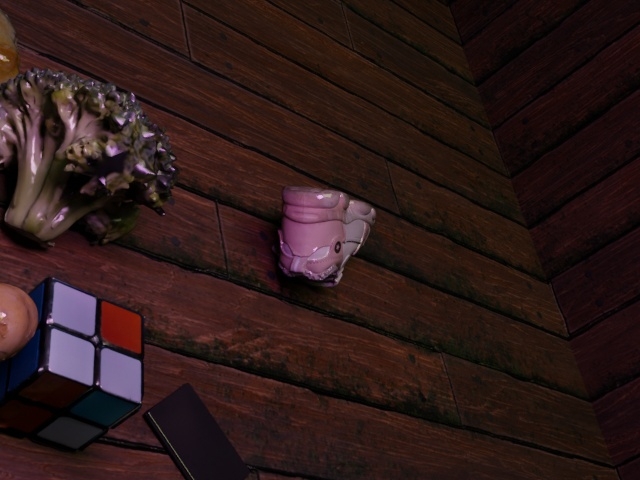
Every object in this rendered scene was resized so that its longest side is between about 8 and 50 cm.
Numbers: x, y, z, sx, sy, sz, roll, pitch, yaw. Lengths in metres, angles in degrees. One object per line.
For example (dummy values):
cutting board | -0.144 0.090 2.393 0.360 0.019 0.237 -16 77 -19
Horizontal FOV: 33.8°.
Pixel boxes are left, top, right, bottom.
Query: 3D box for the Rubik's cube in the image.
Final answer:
Rubik's cube | -0.380 0.188 1.556 0.180 0.183 0.167 26 42 -35

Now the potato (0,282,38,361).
potato | -0.441 0.111 1.408 0.178 0.118 0.109 -140 -135 -82

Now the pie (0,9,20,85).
pie | -0.653 -0.366 1.841 0.306 0.071 0.306 30 42 -32

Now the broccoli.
broccoli | -0.414 -0.127 1.761 0.347 0.293 0.281 29 76 -17

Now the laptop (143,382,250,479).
laptop | -0.207 0.345 1.786 0.197 0.016 0.135 56 31 2

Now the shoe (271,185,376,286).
shoe | -0.002 0.000 2.267 0.351 0.171 0.198 21 78 -67
